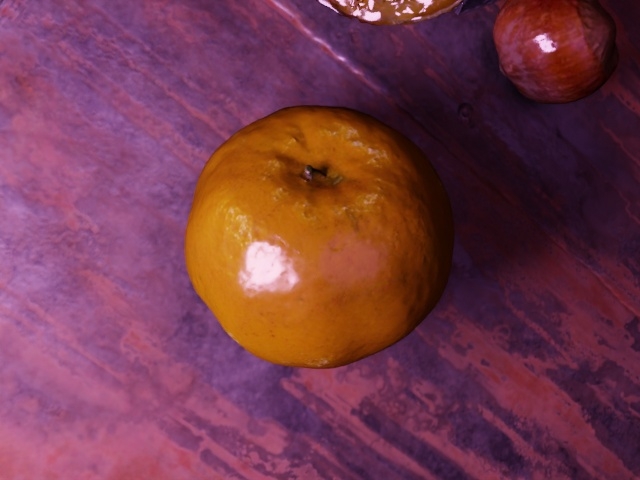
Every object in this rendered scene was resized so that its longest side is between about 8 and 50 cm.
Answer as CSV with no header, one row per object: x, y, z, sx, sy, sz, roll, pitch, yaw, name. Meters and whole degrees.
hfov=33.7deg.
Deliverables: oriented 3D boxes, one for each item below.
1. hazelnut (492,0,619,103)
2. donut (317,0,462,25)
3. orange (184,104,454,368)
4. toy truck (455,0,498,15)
0.279,-0.233,1.259,0.143,0.143,0.154,-44,125,-17,hazelnut
0.077,-0.367,1.117,0.272,0.107,0.272,6,113,15,donut
0.000,0.000,1.072,0.278,0.235,0.279,1,55,-1,orange
0.155,-0.361,1.214,0.083,0.092,0.192,-23,101,-21,toy truck
